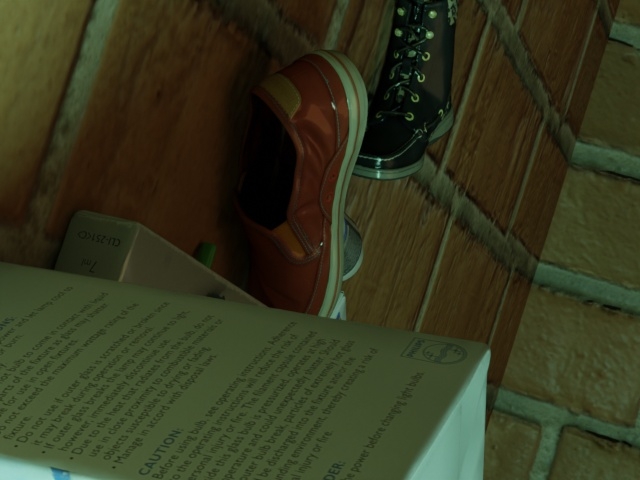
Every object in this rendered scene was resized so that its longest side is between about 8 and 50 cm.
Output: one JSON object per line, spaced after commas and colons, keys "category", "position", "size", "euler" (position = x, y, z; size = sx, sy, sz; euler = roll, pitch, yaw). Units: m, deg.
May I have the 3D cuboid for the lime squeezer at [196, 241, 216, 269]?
{"category": "lime squeezer", "position": [-0.136, 0.156, 1.458], "size": [0.110, 0.058, 0.310], "euler": [1, 104, -73]}

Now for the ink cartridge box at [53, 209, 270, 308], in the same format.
{"category": "ink cartridge box", "position": [-0.138, 0.146, 1.310], "size": [0.296, 0.066, 0.261], "euler": [37, 69, -59]}

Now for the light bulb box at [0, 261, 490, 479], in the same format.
{"category": "light bulb box", "position": [-0.103, 0.233, 1.010], "size": [0.225, 0.361, 0.358], "euler": [-45, 140, -59]}

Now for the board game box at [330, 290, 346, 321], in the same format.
{"category": "board game box", "position": [-0.049, 0.220, 1.822], "size": [0.193, 0.053, 0.305], "euler": [87, 25, -48]}

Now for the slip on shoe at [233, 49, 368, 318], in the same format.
{"category": "slip on shoe", "position": [-0.037, -0.025, 1.548], "size": [0.101, 0.123, 0.331], "euler": [-18, 136, -31]}

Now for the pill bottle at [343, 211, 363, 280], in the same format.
{"category": "pill bottle", "position": [0.000, 0.000, 1.717], "size": [0.137, 0.078, 0.078], "euler": [44, 64, -72]}

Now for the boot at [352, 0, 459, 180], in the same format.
{"category": "boot", "position": [0.093, -0.180, 1.854], "size": [0.236, 0.085, 0.179], "euler": [-45, 143, -56]}
